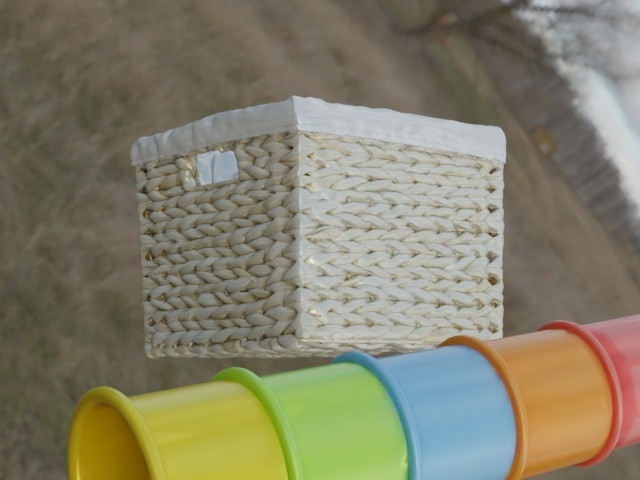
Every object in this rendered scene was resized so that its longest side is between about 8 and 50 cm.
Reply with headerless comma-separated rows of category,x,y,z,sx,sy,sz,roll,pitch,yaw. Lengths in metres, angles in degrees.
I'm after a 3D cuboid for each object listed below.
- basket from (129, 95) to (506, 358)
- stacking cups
basket,0.000,0.000,1.757,0.331,0.328,0.266,3,83,-40
stacking cups,0.042,0.084,0.716,0.316,0.096,0.096,-11,57,-33
